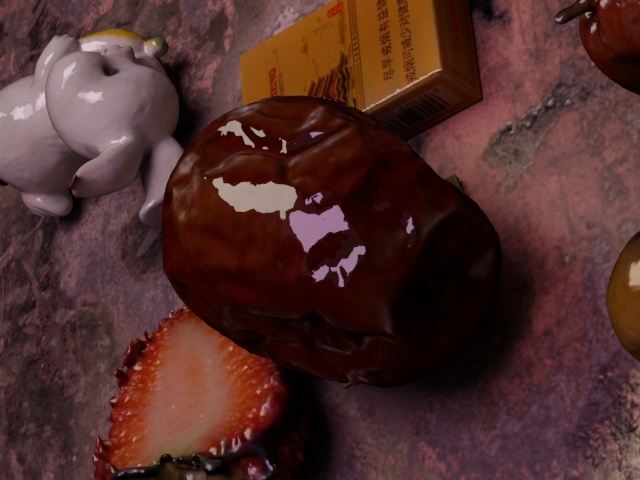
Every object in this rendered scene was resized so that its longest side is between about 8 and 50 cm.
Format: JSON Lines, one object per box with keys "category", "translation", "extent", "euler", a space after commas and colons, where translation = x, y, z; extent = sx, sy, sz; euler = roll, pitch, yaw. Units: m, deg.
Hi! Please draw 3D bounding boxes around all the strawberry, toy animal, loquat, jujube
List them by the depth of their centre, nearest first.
{"category": "loquat", "translation": [0.321, 0.048, 1.694], "extent": [0.163, 0.137, 0.163], "euler": [-12, 55, 17]}
{"category": "jujube", "translation": [-0.002, -0.001, 1.927], "extent": [0.377, 0.276, 0.276], "euler": [14, 79, 46]}
{"category": "strawberry", "translation": [-0.106, 0.187, 2.065], "extent": [0.233, 0.137, 0.306], "euler": [-17, 29, 16]}
{"category": "toy animal", "translation": [-0.284, -0.140, 2.362], "extent": [0.310, 0.183, 0.247], "euler": [-1, 73, 39]}

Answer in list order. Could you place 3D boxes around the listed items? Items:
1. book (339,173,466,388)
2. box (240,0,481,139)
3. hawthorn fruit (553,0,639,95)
{"category": "book", "translation": [0.083, 0.042, 2.021], "extent": [0.192, 0.013, 0.168], "euler": [-32, 50, 29]}
{"category": "box", "translation": [0.038, -0.180, 2.139], "extent": [0.274, 0.076, 0.174], "euler": [-27, 50, 31]}
{"category": "hawthorn fruit", "translation": [0.329, -0.215, 1.743], "extent": [0.224, 0.261, 0.224], "euler": [178, 90, -65]}
